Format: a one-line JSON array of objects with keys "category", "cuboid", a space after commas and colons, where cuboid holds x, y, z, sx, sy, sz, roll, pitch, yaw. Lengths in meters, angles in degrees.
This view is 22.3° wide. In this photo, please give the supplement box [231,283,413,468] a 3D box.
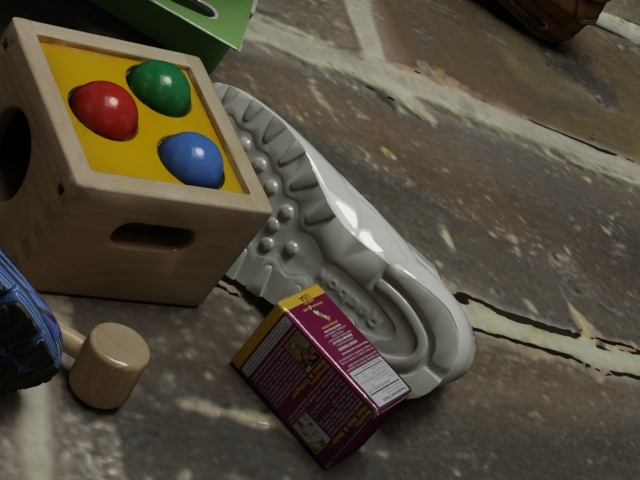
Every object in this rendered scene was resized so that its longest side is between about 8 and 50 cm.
[{"category": "supplement box", "cuboid": [0.001, 0.074, 0.902, 0.083, 0.055, 0.043, 48, 33, 13]}]

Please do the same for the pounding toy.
[{"category": "pounding toy", "cuboid": [-0.120, -0.019, 0.859, 0.181, 0.094, 0.206, 8, 43, -40]}]

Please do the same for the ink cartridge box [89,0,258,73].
[{"category": "ink cartridge box", "cuboid": [-0.098, -0.184, 1.116, 0.109, 0.062, 0.209, 31, 33, -14]}]

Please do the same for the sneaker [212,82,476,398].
[{"category": "sneaker", "cuboid": [0.000, 0.000, 0.985, 0.235, 0.090, 0.095, 49, 19, 10]}]

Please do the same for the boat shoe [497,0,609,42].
[{"category": "boat shoe", "cuboid": [0.123, -0.285, 1.433, 0.307, 0.104, 0.111, 38, 41, -5]}]

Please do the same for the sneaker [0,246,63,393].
[{"category": "sneaker", "cuboid": [-0.190, -0.017, 0.749, 0.221, 0.083, 0.087, 55, 28, -25]}]
